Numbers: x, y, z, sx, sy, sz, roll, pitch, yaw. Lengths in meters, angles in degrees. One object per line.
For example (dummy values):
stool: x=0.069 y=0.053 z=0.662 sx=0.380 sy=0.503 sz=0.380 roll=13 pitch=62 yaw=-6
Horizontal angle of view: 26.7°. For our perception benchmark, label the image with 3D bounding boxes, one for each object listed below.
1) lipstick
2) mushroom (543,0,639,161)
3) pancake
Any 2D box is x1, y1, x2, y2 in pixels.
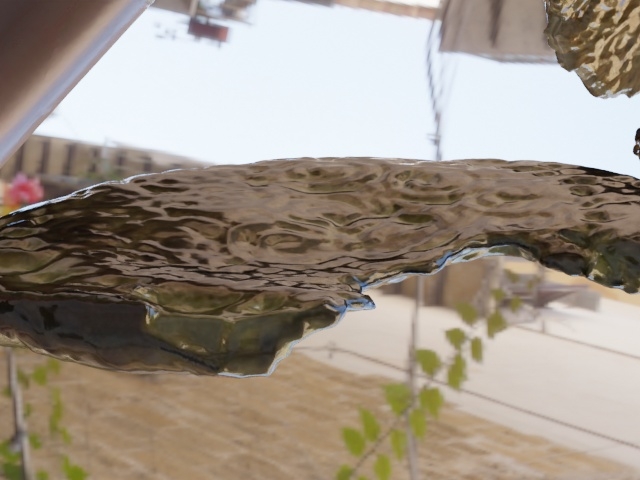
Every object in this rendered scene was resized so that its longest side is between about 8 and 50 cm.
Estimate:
lipstick: x=-0.139 y=-0.126 z=0.724 sx=0.254 sy=0.070 sz=0.070 roll=-47 pitch=-121 yaw=4
mushroom: x=0.283 y=-0.137 z=0.986 sx=0.208 sy=0.233 sz=0.301 roll=124 pitch=-31 yaw=-66
pancake: x=0.000 y=0.000 z=0.551 sx=0.286 sy=0.288 sz=0.033 roll=4 pitch=-74 yaw=19
